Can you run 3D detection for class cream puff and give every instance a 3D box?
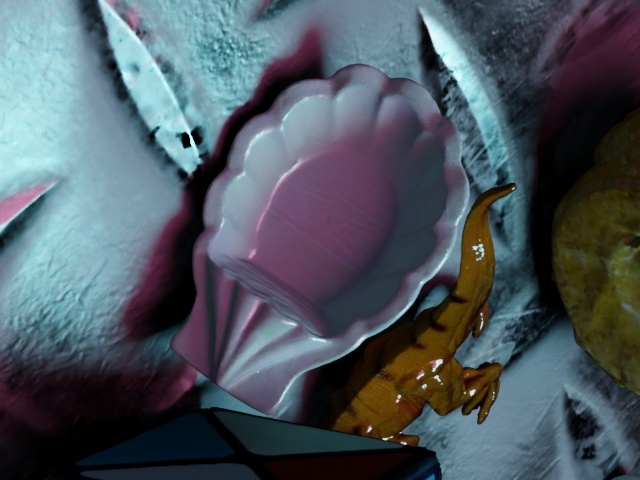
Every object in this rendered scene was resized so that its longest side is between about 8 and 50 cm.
[{"bbox_3d":[0.391,0.020,1.499,0.231,0.327,0.343,-26,83,-34],"label":"cream puff"}]

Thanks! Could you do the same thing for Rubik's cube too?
[{"bbox_3d":[-0.062,0.287,1.222,0.250,0.248,0.246,-17,110,-63],"label":"Rubik's cube"}]

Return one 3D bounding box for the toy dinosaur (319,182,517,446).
[{"bbox_3d":[0.103,0.095,1.420,0.208,0.097,0.432,-9,134,-50],"label":"toy dinosaur"}]

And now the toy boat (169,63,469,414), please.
[{"bbox_3d":[0.000,0.000,1.279,0.290,0.199,0.100,-54,166,-7],"label":"toy boat"}]

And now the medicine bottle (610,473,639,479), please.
[{"bbox_3d":[0.370,0.330,1.788,0.080,0.080,0.130,-50,132,-11],"label":"medicine bottle"}]
